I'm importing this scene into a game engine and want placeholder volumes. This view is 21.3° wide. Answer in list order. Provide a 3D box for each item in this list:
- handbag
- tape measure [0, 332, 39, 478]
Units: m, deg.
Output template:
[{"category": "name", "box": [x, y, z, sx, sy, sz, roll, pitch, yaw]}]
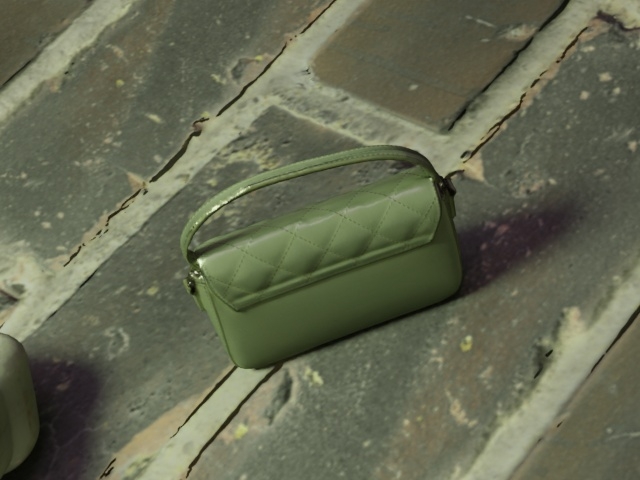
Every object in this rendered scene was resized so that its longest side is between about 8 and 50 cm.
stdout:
[{"category": "handbag", "box": [0.000, 0.000, 1.526, 0.256, 0.219, 0.079, -20, 50, -2]}, {"category": "tape measure", "box": [-0.401, 0.170, 1.532, 0.258, 0.130, 0.265, 3, 27, 16]}]
